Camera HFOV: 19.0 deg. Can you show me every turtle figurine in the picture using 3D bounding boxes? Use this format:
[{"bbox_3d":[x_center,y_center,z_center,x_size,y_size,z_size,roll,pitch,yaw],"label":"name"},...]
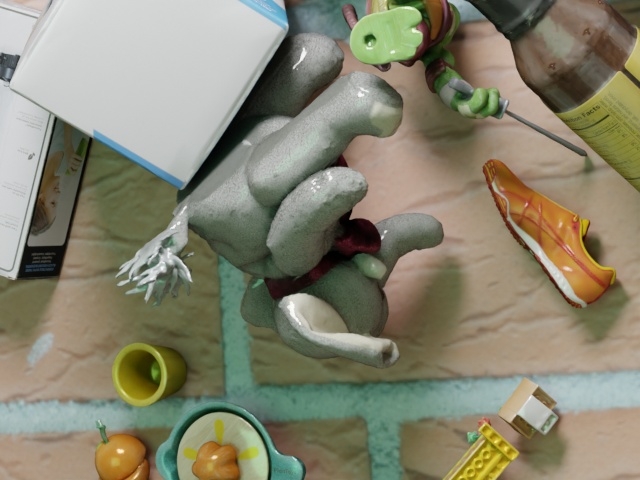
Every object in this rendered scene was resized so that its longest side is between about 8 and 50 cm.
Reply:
[{"bbox_3d":[0.137,-0.224,1.793,0.275,0.266,0.198,27,100,20],"label":"turtle figurine"}]

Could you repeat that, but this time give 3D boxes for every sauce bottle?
[{"bbox_3d":[0.256,-0.149,1.725,0.344,0.111,0.111,42,112,-18],"label":"sauce bottle"}]

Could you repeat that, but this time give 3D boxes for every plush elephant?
[{"bbox_3d":[0.000,0.000,1.867,0.255,0.272,0.330,43,85,-23],"label":"plush elephant"}]

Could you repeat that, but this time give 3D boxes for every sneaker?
[{"bbox_3d":[0.223,-0.014,1.873,0.067,0.064,0.175,-39,79,1],"label":"sneaker"}]

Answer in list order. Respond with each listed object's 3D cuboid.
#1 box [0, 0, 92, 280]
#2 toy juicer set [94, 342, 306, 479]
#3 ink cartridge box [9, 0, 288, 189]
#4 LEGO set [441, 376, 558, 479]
[{"bbox_3d":[-0.348,-0.116,2.128,0.169,0.087,0.290,17,98,25],"label":"box"},{"bbox_3d":[-0.116,0.269,2.017,0.329,0.089,0.209,32,104,22],"label":"toy juicer set"},{"bbox_3d":[-0.166,-0.214,1.902,0.198,0.270,0.197,31,105,-12],"label":"ink cartridge box"},{"bbox_3d":[0.149,0.273,1.903,0.132,0.107,0.287,7,89,-9],"label":"LEGO set"}]
